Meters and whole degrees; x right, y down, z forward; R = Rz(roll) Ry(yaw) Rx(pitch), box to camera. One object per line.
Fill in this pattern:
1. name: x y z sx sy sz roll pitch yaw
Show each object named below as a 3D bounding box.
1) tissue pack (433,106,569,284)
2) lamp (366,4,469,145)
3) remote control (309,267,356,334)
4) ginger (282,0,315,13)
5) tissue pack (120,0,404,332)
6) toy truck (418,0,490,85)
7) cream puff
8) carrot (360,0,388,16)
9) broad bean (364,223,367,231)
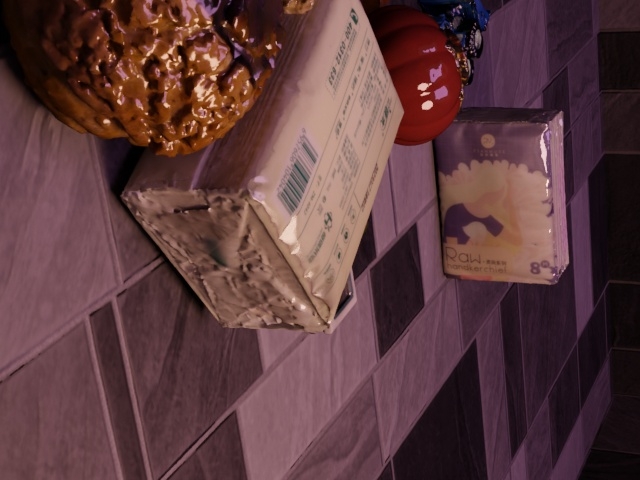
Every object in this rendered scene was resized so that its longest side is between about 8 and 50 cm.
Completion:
1. tissue pack: 0.356 -0.085 2.342 0.125 0.242 0.344 -41 129 -58
2. lamp: 0.126 -0.260 1.898 0.227 0.227 0.227 3 90 -64
3. remote control: 0.000 0.000 1.822 0.103 0.055 0.277 -48 134 -52
4. ginger: -0.072 -0.329 1.456 0.137 0.213 0.074 -47 135 -36
5. tissue pack: -0.054 -0.113 1.522 0.297 0.207 0.380 62 39 -44
6. toy truck: 0.233 -0.384 2.203 0.126 0.113 0.208 65 36 -43
7. cream puff: -0.166 -0.259 1.249 0.327 0.231 0.343 -35 124 -55
8. carrot: 0.111 -0.433 2.018 0.224 0.057 0.057 -50 136 -57
9. broad bean: 0.045 -0.090 1.875 0.256 0.052 0.052 82 31 -53
